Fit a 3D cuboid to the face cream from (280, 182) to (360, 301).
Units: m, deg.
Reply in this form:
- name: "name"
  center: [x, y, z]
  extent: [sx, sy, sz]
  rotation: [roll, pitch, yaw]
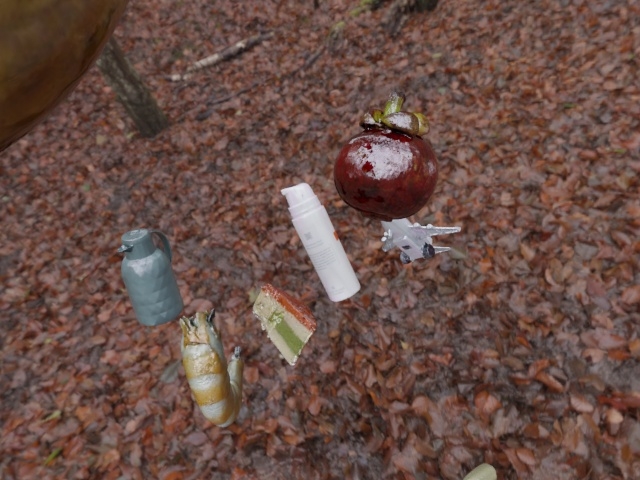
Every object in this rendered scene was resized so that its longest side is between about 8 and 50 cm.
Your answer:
- name: "face cream"
  center: [0.000, 0.000, 1.255]
  extent: [0.101, 0.346, 0.102]
  rotation: [-24, 10, 4]

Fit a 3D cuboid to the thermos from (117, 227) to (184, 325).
- name: "thermos"
  center: [-0.503, 0.097, 1.342]
  extent: [0.144, 0.287, 0.182]
  rotation: [4, 28, 20]

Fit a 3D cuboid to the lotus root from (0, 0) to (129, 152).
- name: "lotus root"
  center: [-0.306, -0.253, 0.325]
  extent: [0.316, 0.316, 0.250]
  rotation: [15, 56, 36]

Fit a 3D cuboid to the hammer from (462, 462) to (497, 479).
- name: "hammer"
  center: [0.214, 0.421, 0.669]
  extent: [0.060, 0.195, 0.028]
  rotation: [-7, 25, -35]

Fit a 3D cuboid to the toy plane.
- name: "toy plane"
  center: [0.249, -0.005, 1.245]
  extent: [0.251, 0.255, 0.101]
  rotation: [-18, 55, 41]

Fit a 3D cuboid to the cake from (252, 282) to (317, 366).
- name: "cake"
  center: [-0.045, 0.172, 0.881]
  extent: [0.220, 0.116, 0.086]
  rotation: [30, 90, 54]

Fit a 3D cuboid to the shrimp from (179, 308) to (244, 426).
- name: "shrimp"
  center: [-0.185, 0.257, 0.855]
  extent: [0.068, 0.287, 0.185]
  rotation: [-10, 63, 7]

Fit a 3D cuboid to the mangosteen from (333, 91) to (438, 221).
- name: "mangosteen"
  center: [0.139, -0.167, 0.900]
  extent: [0.215, 0.215, 0.258]
  rotation: [16, 93, 37]
